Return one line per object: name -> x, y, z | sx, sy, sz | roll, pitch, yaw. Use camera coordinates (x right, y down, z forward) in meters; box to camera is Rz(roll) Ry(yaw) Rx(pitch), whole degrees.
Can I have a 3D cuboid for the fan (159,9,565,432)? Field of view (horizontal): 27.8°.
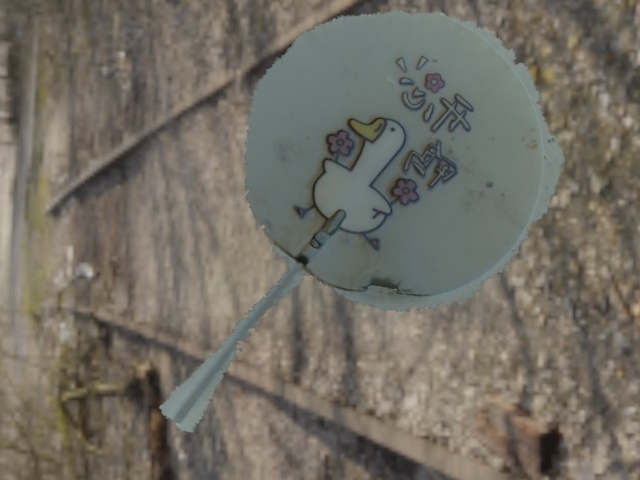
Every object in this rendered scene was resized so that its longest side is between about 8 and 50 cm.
fan -> 0.000, 0.000, 0.992 | 0.415, 0.233, 0.012 | -47, 2, 21
